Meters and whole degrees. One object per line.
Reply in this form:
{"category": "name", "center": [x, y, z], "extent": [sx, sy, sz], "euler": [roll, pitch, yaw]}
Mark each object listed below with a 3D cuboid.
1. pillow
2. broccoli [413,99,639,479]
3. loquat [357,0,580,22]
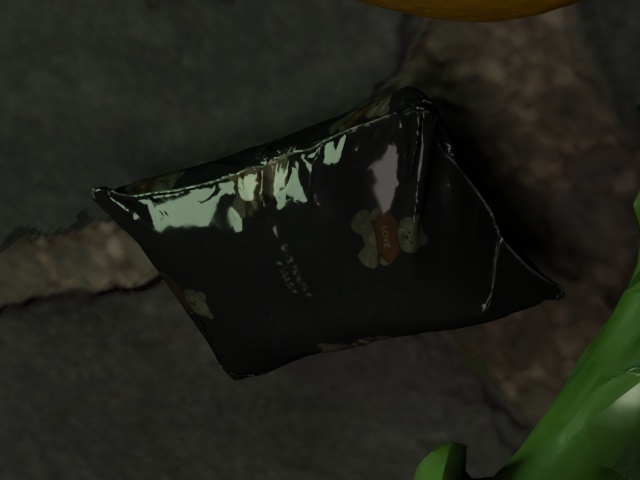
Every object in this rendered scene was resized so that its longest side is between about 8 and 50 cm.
{"category": "pillow", "center": [0.000, 0.000, 0.666], "extent": [0.150, 0.048, 0.090], "euler": [-17, 104, 37]}
{"category": "broccoli", "center": [0.145, 0.077, 0.513], "extent": [0.275, 0.308, 0.308], "euler": [-7, 123, -10]}
{"category": "loquat", "center": [0.028, -0.153, 0.458], "extent": [0.208, 0.208, 0.208], "euler": [12, 125, 18]}
